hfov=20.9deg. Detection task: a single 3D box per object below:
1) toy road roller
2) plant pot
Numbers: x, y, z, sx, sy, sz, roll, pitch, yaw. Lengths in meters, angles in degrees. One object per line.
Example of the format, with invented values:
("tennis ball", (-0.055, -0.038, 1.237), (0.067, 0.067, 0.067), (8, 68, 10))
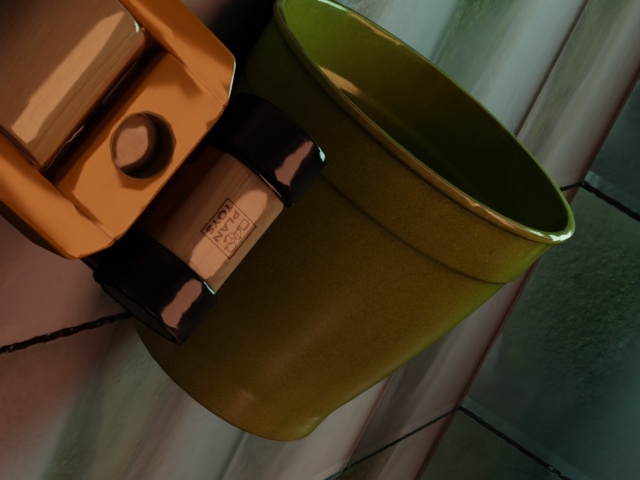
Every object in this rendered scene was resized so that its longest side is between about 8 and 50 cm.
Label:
("toy road roller", (-0.184, -0.084, 1.401), (0.202, 0.240, 0.329), (-52, 123, -12))
("plant pot", (0.000, 0.000, 1.743), (0.353, 0.366, 0.366), (-50, 164, 19))
